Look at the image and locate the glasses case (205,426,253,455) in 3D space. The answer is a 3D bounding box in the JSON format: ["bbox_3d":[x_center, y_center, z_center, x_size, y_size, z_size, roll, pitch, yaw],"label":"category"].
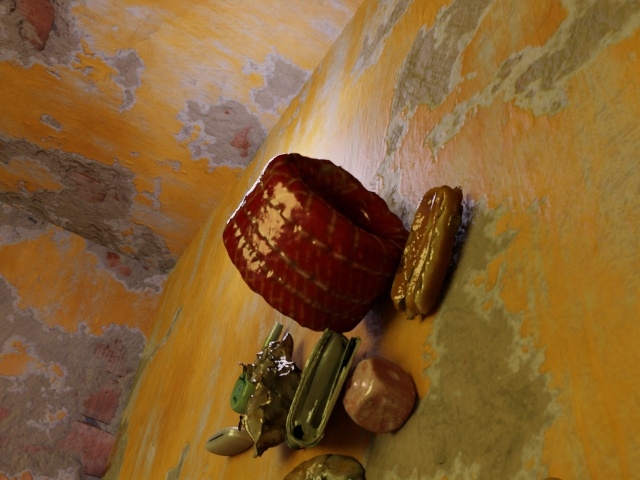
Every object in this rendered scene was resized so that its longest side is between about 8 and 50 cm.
[{"bbox_3d":[-0.229,0.505,1.719,0.193,0.074,0.049,-42,32,49],"label":"glasses case"}]

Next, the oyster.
[{"bbox_3d":[-0.113,0.336,1.549,0.197,0.133,0.337,-60,17,19],"label":"oyster"}]

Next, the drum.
[{"bbox_3d":[-0.170,0.338,1.820,0.130,0.049,0.253,-17,49,65],"label":"drum"}]

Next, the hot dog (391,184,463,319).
[{"bbox_3d":[0.199,0.016,1.235,0.109,0.072,0.269,-4,63,67],"label":"hot dog"}]

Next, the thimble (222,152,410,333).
[{"bbox_3d":[0.000,0.000,1.376,0.230,0.350,0.350,-53,21,20],"label":"thimble"}]

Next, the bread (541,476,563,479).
[{"bbox_3d":[0.255,0.302,0.728,0.082,0.056,0.115,-63,19,4],"label":"bread"}]

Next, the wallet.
[{"bbox_3d":[-0.007,0.285,1.291,0.309,0.077,0.223,104,-174,-73],"label":"wallet"}]

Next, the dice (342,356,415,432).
[{"bbox_3d":[0.097,0.258,1.148,0.091,0.094,0.093,-57,18,21],"label":"dice"}]

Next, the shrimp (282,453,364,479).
[{"bbox_3d":[-0.003,0.490,1.122,0.233,0.071,0.365,-44,22,6],"label":"shrimp"}]
